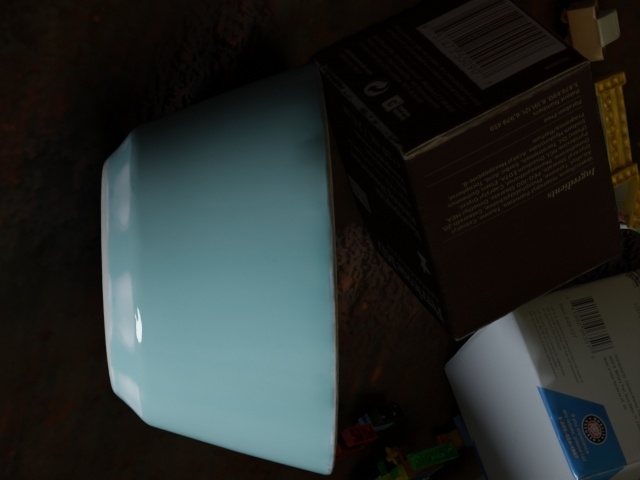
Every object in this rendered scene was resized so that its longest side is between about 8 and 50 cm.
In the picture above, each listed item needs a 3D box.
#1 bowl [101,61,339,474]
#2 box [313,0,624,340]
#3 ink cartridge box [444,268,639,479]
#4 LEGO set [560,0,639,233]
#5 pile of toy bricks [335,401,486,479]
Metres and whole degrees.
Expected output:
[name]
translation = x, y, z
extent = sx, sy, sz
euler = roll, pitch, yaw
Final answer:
[bowl]
translation = -0.078, 0.024, 1.308
extent = 0.163, 0.311, 0.311
euler = -3, 125, -3
[box]
translation = 0.121, -0.068, 1.406
extent = 0.167, 0.168, 0.203
euler = -28, 130, -11
[ink cartridge box]
translation = 0.268, 0.137, 1.595
extent = 0.233, 0.171, 0.168
euler = -12, 160, -22
[LEGO set]
translation = 0.241, -0.079, 1.538
extent = 0.287, 0.107, 0.132
euler = 50, 56, -37
[pile of toy bricks]
translation = 0.074, 0.224, 1.646
extent = 0.212, 0.118, 0.105
euler = -6, 154, -45
